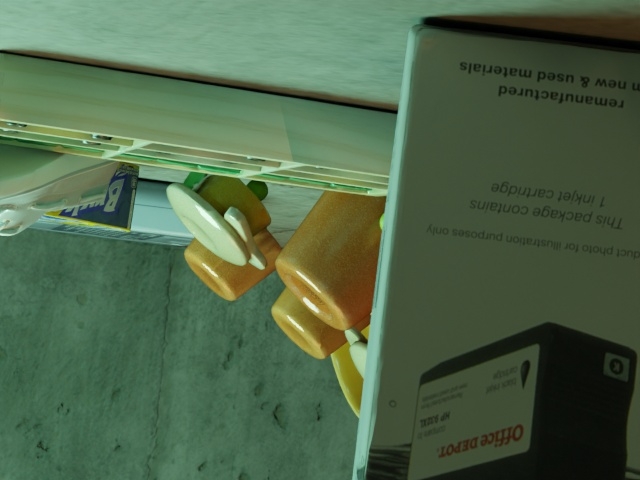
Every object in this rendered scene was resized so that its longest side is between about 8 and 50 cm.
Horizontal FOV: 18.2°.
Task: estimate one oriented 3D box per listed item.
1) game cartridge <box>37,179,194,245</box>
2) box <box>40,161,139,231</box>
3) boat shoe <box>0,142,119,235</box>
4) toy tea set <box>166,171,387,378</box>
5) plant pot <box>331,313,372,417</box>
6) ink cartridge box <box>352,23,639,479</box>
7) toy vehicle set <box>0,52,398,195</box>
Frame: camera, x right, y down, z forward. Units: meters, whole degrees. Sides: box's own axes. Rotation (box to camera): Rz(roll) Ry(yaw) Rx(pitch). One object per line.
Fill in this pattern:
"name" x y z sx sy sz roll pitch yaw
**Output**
"game cartridge" -0.198 -0.029 1.977 0.196 0.060 0.294 11 177 -12
"box" -0.215 -0.045 1.604 0.054 0.059 0.169 6 177 29
"boat shoe" -0.188 -0.035 1.235 0.066 0.063 0.184 21 -157 19
"toy tea set" 0.000 0.000 1.560 0.336 0.124 0.200 30 160 47
"plant pot" 0.122 0.072 2.030 0.188 0.205 0.205 -9 -178 -17
"ink cartridge box" 0.082 0.079 0.876 0.129 0.307 0.223 7 177 2
"toy vehicle set" -0.067 -0.063 1.147 0.267 0.035 0.166 8 177 -14
